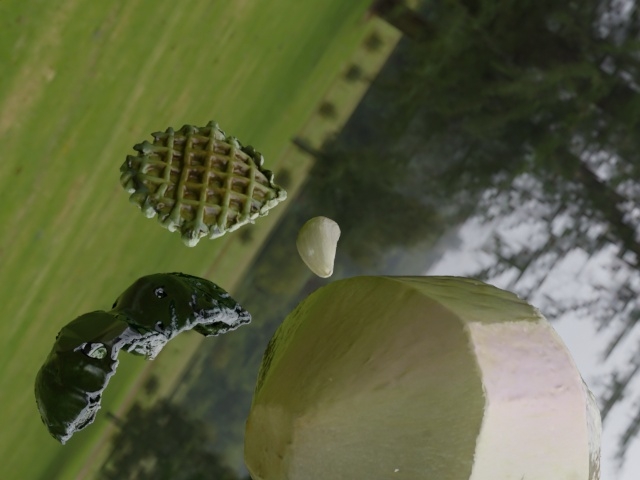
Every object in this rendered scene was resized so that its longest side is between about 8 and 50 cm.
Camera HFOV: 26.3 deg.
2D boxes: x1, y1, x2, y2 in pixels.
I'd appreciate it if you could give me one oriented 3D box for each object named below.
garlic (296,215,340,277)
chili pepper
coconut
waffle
[{"bbox_3d":[0.000,0.001,1.549,0.041,0.053,0.083,-39,-161,33],"label":"garlic"},{"bbox_3d":[-0.223,0.110,1.535,0.264,0.148,0.116,-40,130,-32],"label":"chili pepper"},{"bbox_3d":[0.059,0.141,0.945,0.259,0.259,0.259,-56,177,-5],"label":"coconut"},{"bbox_3d":[-0.164,-0.082,1.883,0.214,0.208,0.054,-25,149,-36],"label":"waffle"}]
